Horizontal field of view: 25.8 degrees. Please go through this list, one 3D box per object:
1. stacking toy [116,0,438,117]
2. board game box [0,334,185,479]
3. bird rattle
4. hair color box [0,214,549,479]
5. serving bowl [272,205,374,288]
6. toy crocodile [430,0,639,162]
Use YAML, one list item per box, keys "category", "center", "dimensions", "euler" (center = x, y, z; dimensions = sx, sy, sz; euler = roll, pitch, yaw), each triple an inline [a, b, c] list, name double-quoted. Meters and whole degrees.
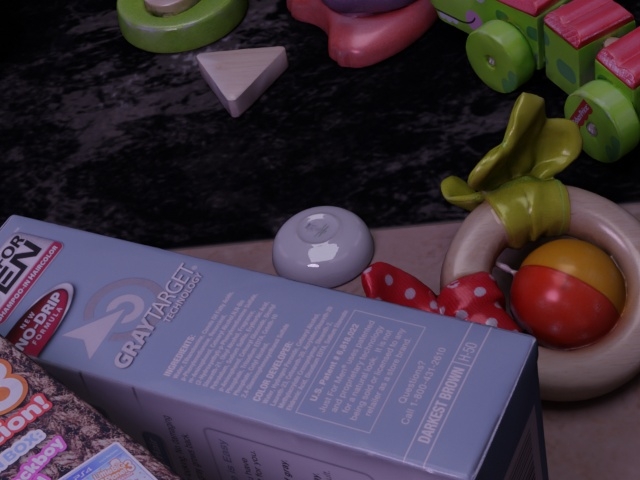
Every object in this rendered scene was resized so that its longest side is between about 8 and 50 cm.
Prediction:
- category: "stacking toy"
  center: [-0.052, -0.278, 1.338]
  dimensions: [0.279, 0.130, 0.309]
  euler: [-32, 47, -19]
- category: "board game box"
  center: [-0.145, 0.212, 0.789]
  dimensions: [0.291, 0.232, 0.141]
  euler: [31, 58, 35]
- category: "bird rattle"
  center: [0.144, 0.028, 0.991]
  dimensions: [0.207, 0.143, 0.253]
  euler: [24, 56, 12]
- category: "hair color box"
  center: [-0.050, 0.116, 0.897]
  dimensions: [0.374, 0.185, 0.113]
  euler: [12, 50, 24]
- category: "serving bowl"
  center: [0.000, 0.000, 1.117]
  dimensions: [0.083, 0.027, 0.083]
  euler: [-7, 43, 7]
- category: "toy crocodile"
  center: [0.220, -0.167, 1.178]
  dimensions: [0.115, 0.105, 0.340]
  euler: [-32, 47, -19]
